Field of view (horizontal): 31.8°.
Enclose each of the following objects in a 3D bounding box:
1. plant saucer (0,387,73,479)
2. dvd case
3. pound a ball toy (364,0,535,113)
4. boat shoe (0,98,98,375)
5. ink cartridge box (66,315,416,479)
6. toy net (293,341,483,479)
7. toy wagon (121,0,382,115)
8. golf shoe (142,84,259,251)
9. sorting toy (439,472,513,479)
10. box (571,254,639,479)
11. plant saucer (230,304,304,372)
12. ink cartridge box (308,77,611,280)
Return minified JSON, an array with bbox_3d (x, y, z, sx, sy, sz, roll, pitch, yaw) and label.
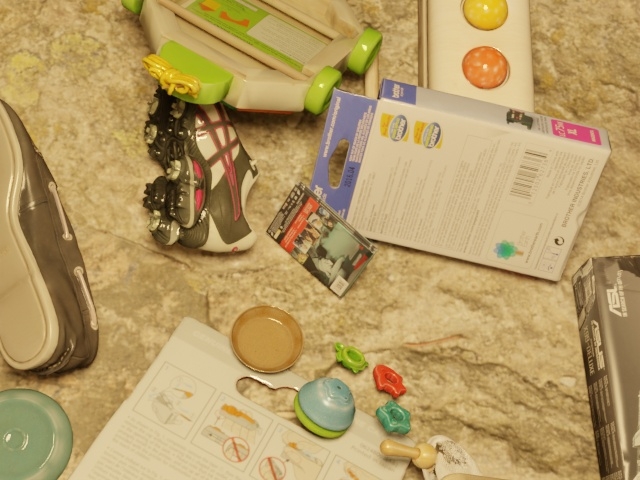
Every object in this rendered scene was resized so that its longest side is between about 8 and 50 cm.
[{"bbox_3d":[-0.325,0.214,1.196,0.119,0.021,0.119,2,69,-6],"label":"plant saucer"},{"bbox_3d":[0.000,0.000,1.282,0.119,0.087,0.013,42,41,10],"label":"dvd case"},{"bbox_3d":[0.150,-0.239,1.358,0.208,0.135,0.319,4,69,-5],"label":"pound a ball toy"},{"bbox_3d":[-0.329,-0.005,1.251,0.112,0.095,0.335,-28,68,22],"label":"boat shoe"},{"bbox_3d":[-0.111,0.304,1.175,0.308,0.091,0.385,28,52,4],"label":"ink cartridge box"},{"bbox_3d":[0.087,0.210,1.228,0.232,0.045,0.122,36,32,6],"label":"toy net"},{"bbox_3d":[-0.095,-0.232,1.281,0.267,0.068,0.344,30,40,9],"label":"toy wagon"},{"bbox_3d":[-0.137,-0.106,1.310,0.120,0.105,0.272,18,57,-33],"label":"golf shoe"},{"bbox_3d":[0.197,0.337,1.141,0.208,0.038,0.192,18,60,-49],"label":"sorting toy"},{"bbox_3d":[0.429,0.168,1.271,0.243,0.076,0.307,0,70,-7],"label":"box"},{"bbox_3d":[-0.061,0.113,1.262,0.084,0.015,0.083,6,59,-9],"label":"plant saucer"},{"bbox_3d":[0.148,-0.071,1.272,0.311,0.185,0.065,11,35,-4],"label":"ink cartridge box"}]
